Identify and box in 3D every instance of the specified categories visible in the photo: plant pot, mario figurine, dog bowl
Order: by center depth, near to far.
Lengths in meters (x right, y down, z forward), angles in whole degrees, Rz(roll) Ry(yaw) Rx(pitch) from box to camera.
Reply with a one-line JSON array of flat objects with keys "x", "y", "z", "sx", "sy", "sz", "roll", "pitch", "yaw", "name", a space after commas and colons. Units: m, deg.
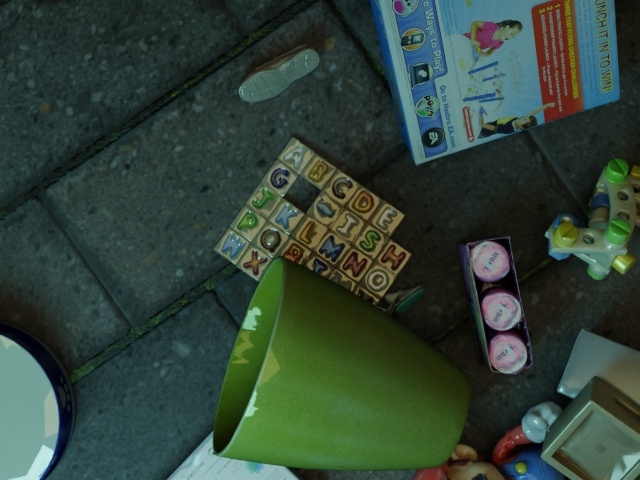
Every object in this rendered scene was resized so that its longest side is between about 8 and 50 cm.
[{"x": 0.040, "y": 0.195, "z": 1.622, "sx": 0.293, "sy": 0.275, "sz": 0.275, "roll": 19, "pitch": 91, "yaw": -10, "name": "plant pot"}, {"x": 0.277, "y": 0.346, "z": 1.666, "sx": 0.320, "sy": 0.170, "sz": 0.198, "roll": -9, "pitch": 56, "yaw": -8, "name": "mario figurine"}, {"x": -0.480, "y": 0.244, "z": 1.689, "sx": 0.264, "sy": 0.104, "sz": 0.265, "roll": 0, "pitch": 91, "yaw": -1, "name": "dog bowl"}]

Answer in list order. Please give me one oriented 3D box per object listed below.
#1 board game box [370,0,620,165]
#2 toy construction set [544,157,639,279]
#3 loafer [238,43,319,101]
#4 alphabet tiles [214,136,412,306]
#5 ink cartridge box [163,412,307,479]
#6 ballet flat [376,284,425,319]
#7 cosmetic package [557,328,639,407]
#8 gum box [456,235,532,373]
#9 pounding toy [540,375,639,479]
[{"x": 0.232, "y": -0.281, "z": 1.613, "sx": 0.302, "sy": 0.086, "sz": 0.308, "roll": -18, "pitch": 133, "yaw": -1, "name": "board game box"}, {"x": 0.479, "y": 0.007, "z": 1.664, "sx": 0.327, "sy": 0.151, "sz": 0.215, "roll": 31, "pitch": 58, "yaw": -2, "name": "toy construction set"}, {"x": -0.060, "y": -0.238, "z": 1.726, "sx": 0.125, "sy": 0.039, "sz": 0.045, "roll": -28, "pitch": 124, "yaw": 2, "name": "loafer"}, {"x": 0.000, "y": 0.000, "z": 1.731, "sx": 0.237, "sy": 0.009, "sz": 0.198, "roll": 35, "pitch": 90, "yaw": 4, "name": "alphabet tiles"}, {"x": -0.078, "y": 0.413, "z": 1.719, "sx": 0.311, "sy": 0.065, "sz": 0.186, "roll": 44, "pitch": 89, "yaw": 1, "name": "ink cartridge box"}, {"x": 0.098, "y": 0.099, "z": 1.731, "sx": 0.041, "sy": 0.041, "sz": 0.114, "roll": 42, "pitch": 89, "yaw": -1, "name": "ballet flat"}, {"x": 0.453, "y": 0.208, "z": 1.662, "sx": 0.238, "sy": 0.127, "sz": 0.107, "roll": 25, "pitch": 91, "yaw": 16, "name": "cosmetic package"}, {"x": 0.242, "y": 0.090, "z": 1.696, "sx": 0.062, "sy": 0.107, "sz": 0.188, "roll": -11, "pitch": 91, "yaw": -1, "name": "gum box"}, {"x": 0.376, "y": 0.270, "z": 1.596, "sx": 0.141, "sy": 0.100, "sz": 0.130, "roll": 35, "pitch": 117, "yaw": 1, "name": "pounding toy"}]
